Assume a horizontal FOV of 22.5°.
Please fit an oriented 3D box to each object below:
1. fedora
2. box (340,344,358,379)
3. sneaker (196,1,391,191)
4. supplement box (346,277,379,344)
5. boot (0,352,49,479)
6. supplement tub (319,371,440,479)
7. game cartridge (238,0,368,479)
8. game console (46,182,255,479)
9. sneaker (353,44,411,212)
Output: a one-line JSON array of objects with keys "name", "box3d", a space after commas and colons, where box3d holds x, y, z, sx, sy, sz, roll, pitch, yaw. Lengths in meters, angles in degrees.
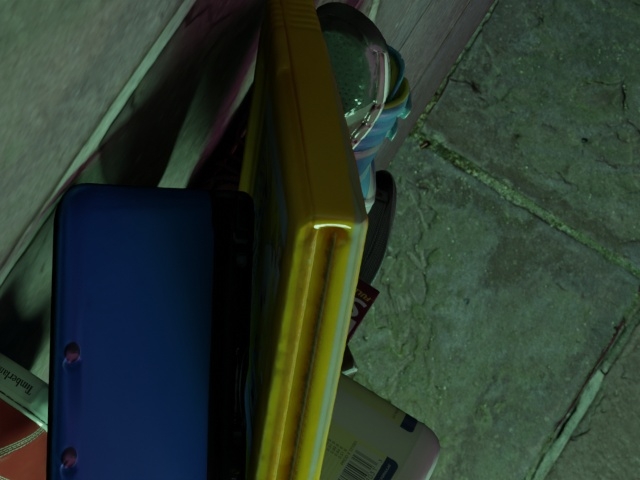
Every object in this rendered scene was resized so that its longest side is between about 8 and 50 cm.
[{"name": "fedora", "box3d": [0.000, 0.000, 2.192, 0.244, 0.124, 0.275, -57, -168, 33]}, {"name": "box", "box3d": [-0.080, 0.170, 2.022, 0.191, 0.143, 0.381, -22, 170, -9]}, {"name": "sneaker", "box3d": [-0.041, -0.071, 1.416, 0.162, 0.106, 0.281, -49, 172, -46]}, {"name": "supplement box", "box3d": [-0.038, 0.041, 1.681, 0.073, 0.130, 0.239, -57, -167, -6]}, {"name": "boot", "box3d": [-0.239, 0.185, 1.128, 0.176, 0.088, 0.244, -56, 168, -14]}, {"name": "supplement tub", "box3d": [-0.069, 0.213, 1.626, 0.235, 0.325, 0.235, -57, 176, -7]}, {"name": "game cartridge", "box3d": [-0.029, 0.008, 1.204, 0.323, 0.053, 0.285, -103, -161, -54]}, {"name": "game console", "box3d": [-0.144, 0.107, 1.142, 0.250, 0.173, 0.293, 4, -89, 64]}, {"name": "sneaker", "box3d": [0.038, -0.128, 1.759, 0.208, 0.127, 0.319, -58, 177, 17]}]
